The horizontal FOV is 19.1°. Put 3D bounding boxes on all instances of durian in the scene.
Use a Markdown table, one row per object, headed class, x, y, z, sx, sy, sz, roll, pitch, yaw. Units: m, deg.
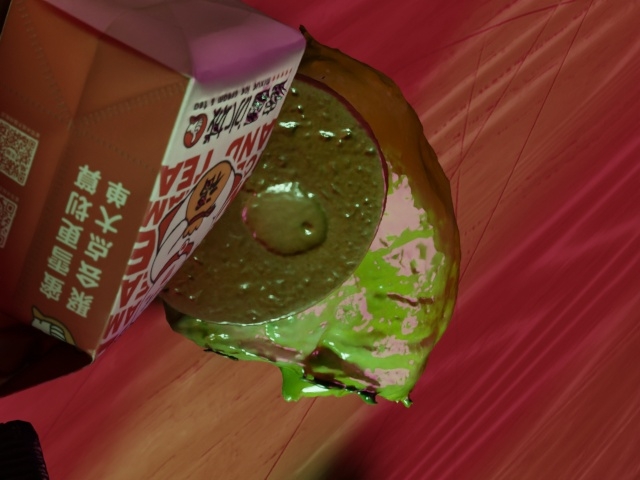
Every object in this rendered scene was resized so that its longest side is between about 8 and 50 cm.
| class | x | y | z | sx | sy | sz | roll | pitch | yaw |
| --- | --- | --- | --- | --- | --- | --- | --- | --- | --- |
| durian | 0.000 | 0.000 | 1.522 | 0.256 | 0.204 | 0.339 | -7 | 121 | -48 |

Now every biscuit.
| class | x | y | z | sx | sy | sz | roll | pitch | yaw |
| --- | --- | --- | --- | --- | --- | --- | --- | --- | --- |
| biscuit | -0.050 | -0.032 | 1.378 | 0.208 | 0.181 | 0.049 | -29 | -169 | 14 |

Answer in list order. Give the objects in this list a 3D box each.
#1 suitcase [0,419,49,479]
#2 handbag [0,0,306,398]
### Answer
| class | x | y | z | sx | sy | sz | roll | pitch | yaw |
| --- | --- | --- | --- | --- | --- | --- | --- | --- | --- |
| suitcase | -0.225 | 0.312 | 1.319 | 0.152 | 0.229 | 0.335 | -11 | 135 | -12 |
| handbag | -0.141 | -0.027 | 1.272 | 0.171 | 0.151 | 0.298 | -30 | 144 | -60 |
